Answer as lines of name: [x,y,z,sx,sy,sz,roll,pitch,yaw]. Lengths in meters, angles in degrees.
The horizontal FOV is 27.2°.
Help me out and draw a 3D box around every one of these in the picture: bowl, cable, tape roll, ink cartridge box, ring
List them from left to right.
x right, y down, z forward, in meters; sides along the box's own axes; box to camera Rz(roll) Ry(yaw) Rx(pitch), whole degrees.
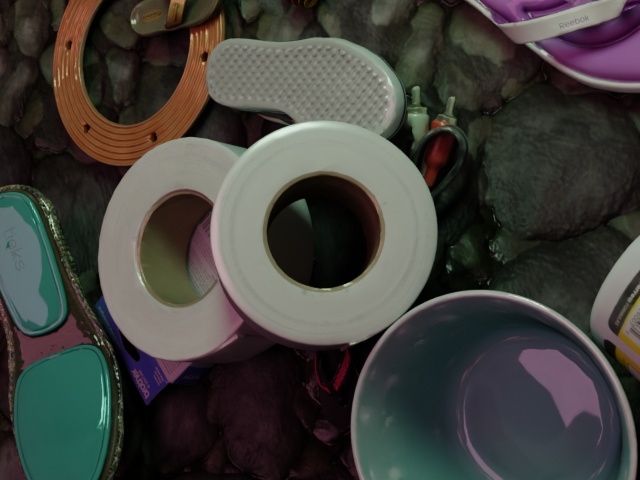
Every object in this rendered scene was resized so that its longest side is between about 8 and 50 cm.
ring: [-0.262,-0.273,1.918,0.336,0.032,0.337,-5,82,37]
ink cartridge box: [-0.163,0.058,1.783,0.311,0.065,0.186,-45,61,20]
tape roll: [-0.147,0.016,1.682,0.286,0.100,0.286,-5,81,34]
tape roll: [0.000,0.000,1.482,0.246,0.169,0.246,0,83,-3]
cable: [0.116,-0.041,1.611,0.139,0.072,0.287,10,102,30]
bowl: [0.205,0.199,1.414,0.311,0.163,0.312,2,95,28]

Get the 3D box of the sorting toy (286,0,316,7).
sorting toy: [-0.007,-0.342,1.721,0.042,0.061,0.102,53,137,28]

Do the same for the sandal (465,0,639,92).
sandal: [0.262,-0.283,1.489,0.416,0.102,0.169,30,102,35]

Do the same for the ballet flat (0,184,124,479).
ballet flat: [-0.359,0.154,1.849,0.164,0.182,0.483,-20,72,5]

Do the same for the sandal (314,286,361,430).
sandal: [0.018,0.147,1.652,0.067,0.040,0.179,-7,80,35]

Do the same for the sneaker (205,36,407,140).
sneaker: [0.007,-0.189,1.641,0.321,0.127,0.126,22,100,42]

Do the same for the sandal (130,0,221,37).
sandal: [-0.203,-0.328,1.831,0.180,0.049,0.072,-14,76,34]

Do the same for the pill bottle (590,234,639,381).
pill bottle: [0.435,0.127,1.258,0.334,0.188,0.188,45,110,31]
